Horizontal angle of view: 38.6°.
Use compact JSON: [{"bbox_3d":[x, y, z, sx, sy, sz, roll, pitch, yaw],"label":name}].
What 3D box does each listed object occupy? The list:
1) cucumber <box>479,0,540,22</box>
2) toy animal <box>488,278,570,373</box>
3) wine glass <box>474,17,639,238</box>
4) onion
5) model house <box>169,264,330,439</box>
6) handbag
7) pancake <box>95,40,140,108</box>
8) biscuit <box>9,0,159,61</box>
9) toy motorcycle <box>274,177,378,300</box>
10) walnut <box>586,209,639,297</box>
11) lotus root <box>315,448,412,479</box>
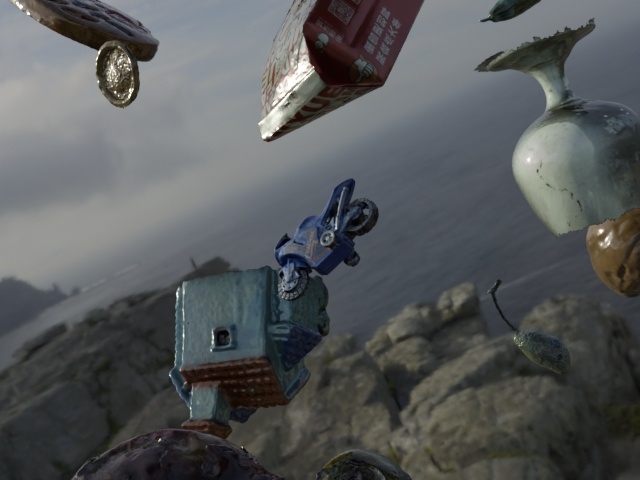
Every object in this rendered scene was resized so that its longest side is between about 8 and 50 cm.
[{"bbox_3d":[0.441,-0.519,1.922,0.250,0.056,0.056,-33,7,-8],"label":"cucumber"},{"bbox_3d":[0.465,0.205,2.061,0.079,0.253,0.070,-44,-15,0],"label":"toy animal"},{"bbox_3d":[0.412,-0.177,1.513,0.238,0.323,0.238,-18,-3,-1],"label":"wine glass"},{"bbox_3d":[-0.155,0.354,0.965,0.314,0.314,0.232,-26,-6,-11],"label":"onion"},{"bbox_3d":[-0.133,0.244,1.755,0.295,0.329,0.252,-11,-28,26],"label":"model house"},{"bbox_3d":[0.015,-0.264,1.289,0.171,0.151,0.298,-31,29,51],"label":"handbag"},{"bbox_3d":[-0.326,-0.266,1.471,0.115,0.115,0.011,-19,3,46],"label":"pancake"},{"bbox_3d":[-0.465,-0.454,1.830,0.314,0.367,0.063,2,-62,-51],"label":"biscuit"},{"bbox_3d":[0.000,0.000,1.410,0.205,0.076,0.114,-45,45,6],"label":"toy motorcycle"},{"bbox_3d":[0.628,-0.013,1.701,0.273,0.227,0.273,9,-20,3],"label":"walnut"},{"bbox_3d":[0.049,0.406,1.422,0.183,0.078,0.203,1,50,33],"label":"lotus root"}]
